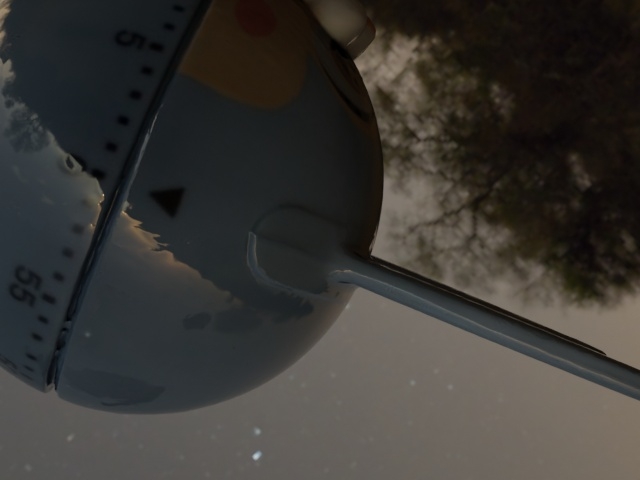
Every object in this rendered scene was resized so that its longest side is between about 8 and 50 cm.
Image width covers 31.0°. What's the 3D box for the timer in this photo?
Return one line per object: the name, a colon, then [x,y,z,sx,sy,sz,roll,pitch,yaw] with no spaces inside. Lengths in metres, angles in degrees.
timer: [-0.008,-0.020,0.394,0.256,0.175,0.175,0,-160,-2]
